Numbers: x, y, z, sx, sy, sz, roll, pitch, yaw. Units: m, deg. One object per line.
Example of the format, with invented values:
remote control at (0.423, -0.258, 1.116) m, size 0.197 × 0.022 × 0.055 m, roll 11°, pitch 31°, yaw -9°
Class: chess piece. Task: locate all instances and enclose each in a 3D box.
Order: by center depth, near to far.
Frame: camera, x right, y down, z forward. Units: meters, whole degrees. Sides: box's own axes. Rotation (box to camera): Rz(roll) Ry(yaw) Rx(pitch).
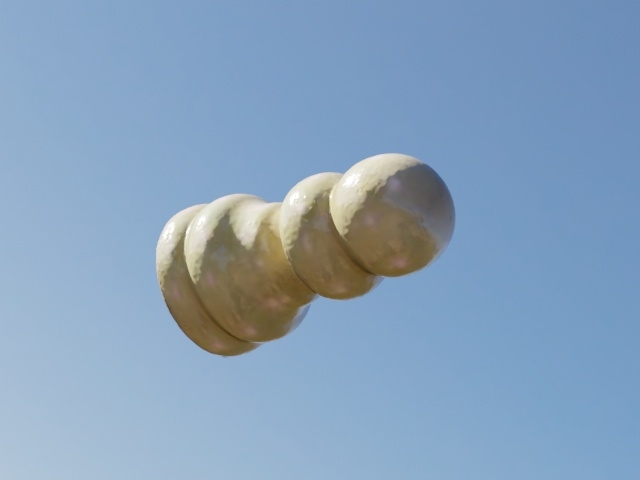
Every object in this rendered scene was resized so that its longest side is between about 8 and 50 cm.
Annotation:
chess piece at (0.000, 0.000, 0.982) m, size 0.170 × 0.094 × 0.094 m, roll -21°, pitch -42°, yaw 34°
